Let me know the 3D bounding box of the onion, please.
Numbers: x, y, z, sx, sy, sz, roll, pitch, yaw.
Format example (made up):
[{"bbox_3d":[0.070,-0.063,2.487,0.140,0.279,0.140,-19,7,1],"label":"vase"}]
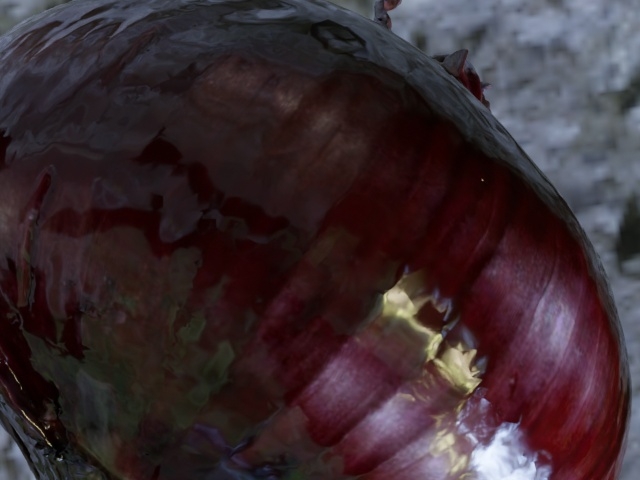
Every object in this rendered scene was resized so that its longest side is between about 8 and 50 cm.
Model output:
[{"bbox_3d":[0.000,0.000,0.709,0.273,0.285,0.273,29,-25,15],"label":"onion"}]
